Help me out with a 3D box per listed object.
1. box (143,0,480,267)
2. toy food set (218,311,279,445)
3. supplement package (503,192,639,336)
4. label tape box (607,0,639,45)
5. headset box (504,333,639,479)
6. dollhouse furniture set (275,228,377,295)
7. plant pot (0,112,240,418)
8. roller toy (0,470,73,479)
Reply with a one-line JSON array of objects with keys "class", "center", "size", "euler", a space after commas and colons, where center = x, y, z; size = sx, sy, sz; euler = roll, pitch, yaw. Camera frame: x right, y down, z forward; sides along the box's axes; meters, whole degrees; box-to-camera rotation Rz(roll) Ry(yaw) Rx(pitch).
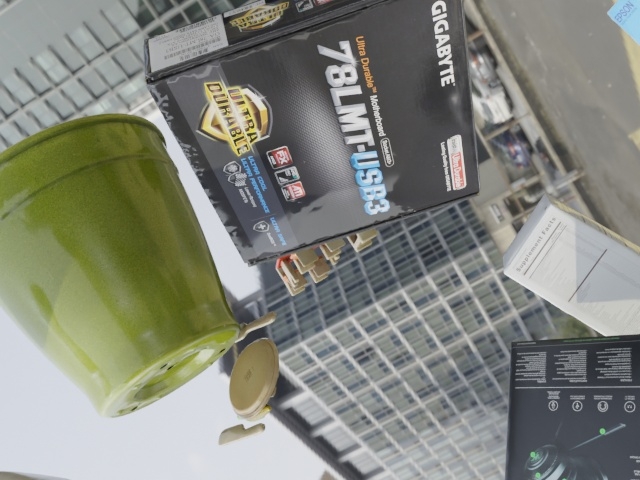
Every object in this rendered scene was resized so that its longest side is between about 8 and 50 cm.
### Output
[{"class": "box", "center": [0.011, -0.120, 0.715], "size": [0.296, 0.293, 0.073], "euler": [70, -175, -50]}, {"class": "toy food set", "center": [-0.096, 0.210, 1.036], "size": [0.038, 0.132, 0.192], "euler": [25, -125, -32]}, {"class": "supplement package", "center": [0.435, 0.048, 1.102], "size": [0.244, 0.139, 0.134], "euler": [33, -163, 6]}, {"class": "label tape box", "center": [0.556, -0.259, 0.814], "size": [0.347, 0.115, 0.249], "euler": [40, 172, 7]}, {"class": "headset box", "center": [0.372, 0.272, 0.862], "size": [0.131, 0.246, 0.283], "euler": [25, -117, -37]}, {"class": "dollhouse furniture set", "center": [0.000, 0.000, 1.735], "size": [0.135, 0.259, 0.262], "euler": [57, 163, 13]}, {"class": "plant pot", "center": [-0.311, 0.063, 1.049], "size": [0.353, 0.366, 0.366], "euler": [55, -171, 13]}, {"class": "roller toy", "center": [-0.305, 0.322, 0.655], "size": [0.146, 0.209, 0.191], "euler": [63, -144, -65]}]
